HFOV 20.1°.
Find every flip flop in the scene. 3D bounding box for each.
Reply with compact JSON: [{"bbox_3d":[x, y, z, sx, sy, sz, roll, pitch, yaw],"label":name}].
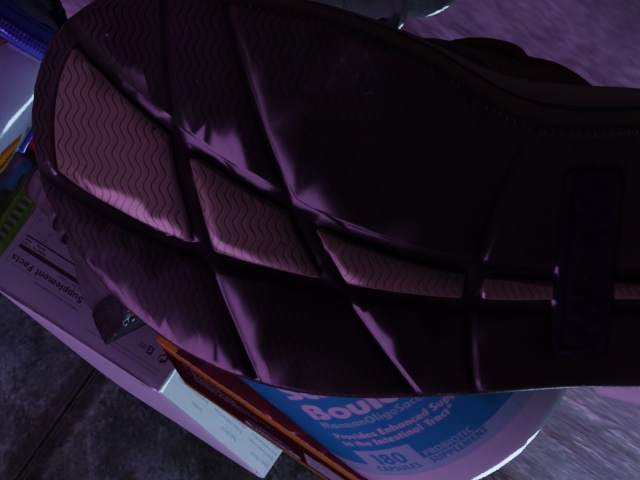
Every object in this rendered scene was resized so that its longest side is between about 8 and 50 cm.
[{"bbox_3d":[0.055,-0.016,0.530,0.277,0.112,0.080,5,-160,-4],"label":"flip flop"}]

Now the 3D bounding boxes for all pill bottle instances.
[{"bbox_3d":[0.000,0.000,0.824,0.146,0.146,0.264,24,166,46],"label":"pill bottle"}]

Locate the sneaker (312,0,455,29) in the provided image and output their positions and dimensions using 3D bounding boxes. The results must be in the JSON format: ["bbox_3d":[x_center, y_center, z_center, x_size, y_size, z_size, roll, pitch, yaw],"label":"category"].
[{"bbox_3d":[-0.006,-0.113,0.511,0.121,0.099,0.262,26,177,0],"label":"sneaker"}]

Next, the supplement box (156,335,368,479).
[{"bbox_3d":[0.006,0.086,1.268,0.191,0.129,0.194,34,170,8],"label":"supplement box"}]

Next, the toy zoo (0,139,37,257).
[{"bbox_3d":[-0.316,-0.035,1.572,0.030,0.192,0.293,32,169,13],"label":"toy zoo"}]

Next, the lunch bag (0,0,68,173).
[{"bbox_3d":[-0.233,-0.133,0.928,0.243,0.115,0.303,31,-173,-14],"label":"lunch bag"}]

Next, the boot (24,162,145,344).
[{"bbox_3d":[-0.149,-0.028,1.341,0.161,0.083,0.246,59,146,4],"label":"boot"}]

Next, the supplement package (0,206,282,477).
[{"bbox_3d":[-0.128,0.068,1.585,0.204,0.145,0.262,29,169,27],"label":"supplement package"}]

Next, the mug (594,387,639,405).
[{"bbox_3d":[0.167,0.046,0.805,0.064,0.078,0.062,21,133,22],"label":"mug"}]
